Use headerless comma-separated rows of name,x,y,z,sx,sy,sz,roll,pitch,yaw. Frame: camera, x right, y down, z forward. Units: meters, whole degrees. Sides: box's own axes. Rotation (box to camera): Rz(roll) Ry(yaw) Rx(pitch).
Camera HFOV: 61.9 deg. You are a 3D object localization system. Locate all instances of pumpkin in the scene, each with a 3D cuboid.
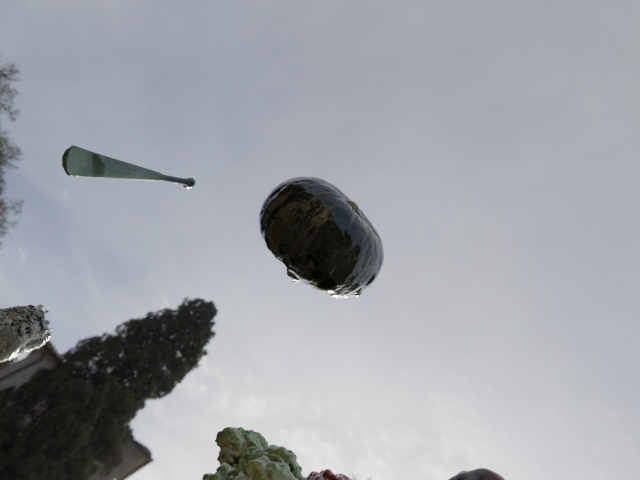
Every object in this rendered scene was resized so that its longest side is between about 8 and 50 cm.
pumpkin,0.000,-0.003,0.810,0.152,0.212,0.211,-39,-95,17

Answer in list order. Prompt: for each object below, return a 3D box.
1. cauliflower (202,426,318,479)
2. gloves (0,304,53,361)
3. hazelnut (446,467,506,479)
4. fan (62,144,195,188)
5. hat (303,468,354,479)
cauliflower,-0.096,0.383,0.646,0.260,0.281,0.327,-56,-134,16
gloves,-0.667,0.199,1.157,0.070,0.153,0.114,0,-77,38
hazelnut,0.265,0.459,0.898,0.143,0.143,0.154,46,-60,9
fan,-0.250,-0.090,0.716,0.016,0.193,0.038,10,-89,39
hat,0.084,0.584,0.942,0.400,0.285,0.285,-11,-78,51
